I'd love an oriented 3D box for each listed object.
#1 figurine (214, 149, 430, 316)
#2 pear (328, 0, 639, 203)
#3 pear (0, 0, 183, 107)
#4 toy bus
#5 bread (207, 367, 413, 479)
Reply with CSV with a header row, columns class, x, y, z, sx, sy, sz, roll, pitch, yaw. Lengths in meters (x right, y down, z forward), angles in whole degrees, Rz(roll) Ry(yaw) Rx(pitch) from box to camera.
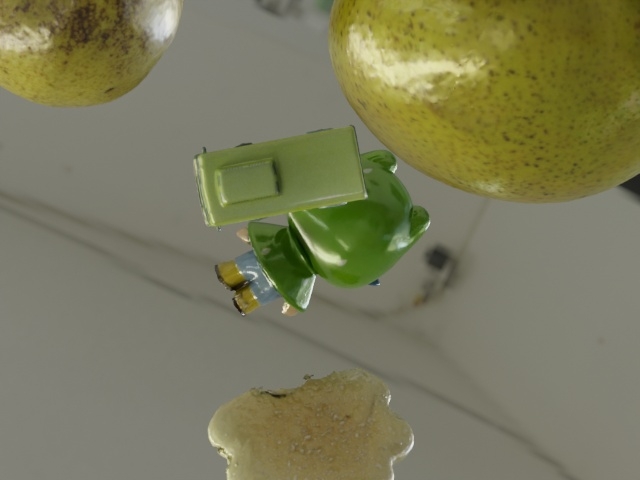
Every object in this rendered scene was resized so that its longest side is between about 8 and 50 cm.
class,x,y,z,sx,sy,sz,roll,pitch,yaw
figurine,0.000,0.000,2.443,0.162,0.263,0.143,60,-173,8
pear,0.147,-0.160,1.435,0.294,0.294,0.294,24,-168,-5
pear,-0.211,-0.208,1.657,0.197,0.197,0.197,24,-168,-5
toy bus,-0.043,-0.066,2.054,0.175,0.088,0.101,-11,-177,0
bread,-0.001,0.249,2.407,0.251,0.039,0.181,-12,-121,-25
